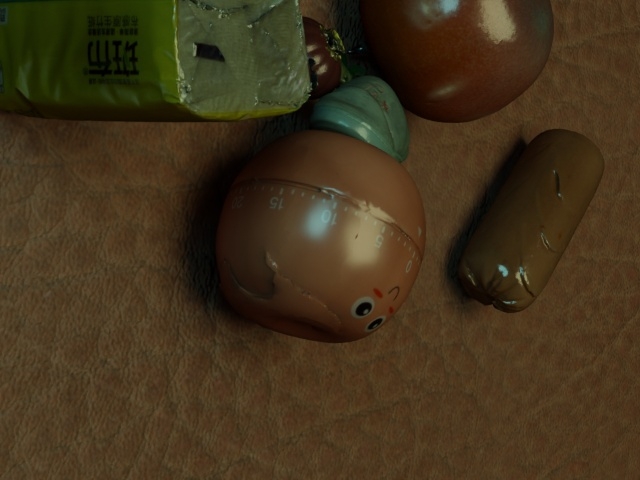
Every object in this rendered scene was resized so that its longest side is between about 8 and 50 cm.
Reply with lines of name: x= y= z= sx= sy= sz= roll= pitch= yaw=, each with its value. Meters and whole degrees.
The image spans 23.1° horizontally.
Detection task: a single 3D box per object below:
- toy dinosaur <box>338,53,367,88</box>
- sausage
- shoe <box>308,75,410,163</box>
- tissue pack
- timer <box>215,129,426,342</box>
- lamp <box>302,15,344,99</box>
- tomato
toy dinosaur: x=0.014 y=-0.217 z=1.898 sx=0.119 sy=0.029 sz=0.060 roll=37 pitch=47 yaw=-39
sausage: x=0.290 y=-0.025 z=2.161 sx=0.304 sy=0.121 sz=0.121 roll=-56 pitch=130 yaw=-35
shoe: x=0.057 y=-0.140 z=1.819 sx=0.100 sy=0.103 sz=0.251 roll=-63 pitch=170 yaw=-1
tissue pack: x=-0.167 y=-0.180 z=1.474 sx=0.192 sy=0.271 sz=0.134 roll=-12 pitch=103 yaw=-49
timer: x=0.000 y=0.000 z=1.713 sx=0.229 sy=0.229 sz=0.215 roll=35 pitch=71 yaw=-46
lamp: x=-0.017 y=-0.210 z=1.801 sx=0.101 sy=0.090 sz=0.101 roll=58 pitch=13 yaw=-21
tomato: x=0.166 y=-0.272 z=1.930 sx=0.256 sy=0.224 sz=0.256 roll=30 pitch=52 yaw=-48
